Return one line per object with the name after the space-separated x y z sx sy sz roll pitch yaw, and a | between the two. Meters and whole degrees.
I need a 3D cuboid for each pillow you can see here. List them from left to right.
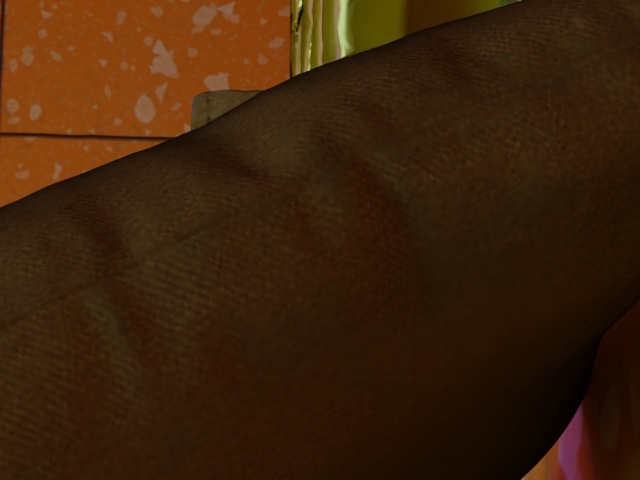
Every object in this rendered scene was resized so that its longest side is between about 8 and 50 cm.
-0.023 0.053 0.482 0.108 0.305 0.308 57 164 18 | pillow

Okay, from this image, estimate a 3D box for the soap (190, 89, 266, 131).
0.000 0.000 0.981 0.257 0.160 0.080 -98 11 -60 | soap

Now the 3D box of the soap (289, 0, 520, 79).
0.043 -0.176 0.618 0.204 0.096 0.324 -108 18 -71 | soap
